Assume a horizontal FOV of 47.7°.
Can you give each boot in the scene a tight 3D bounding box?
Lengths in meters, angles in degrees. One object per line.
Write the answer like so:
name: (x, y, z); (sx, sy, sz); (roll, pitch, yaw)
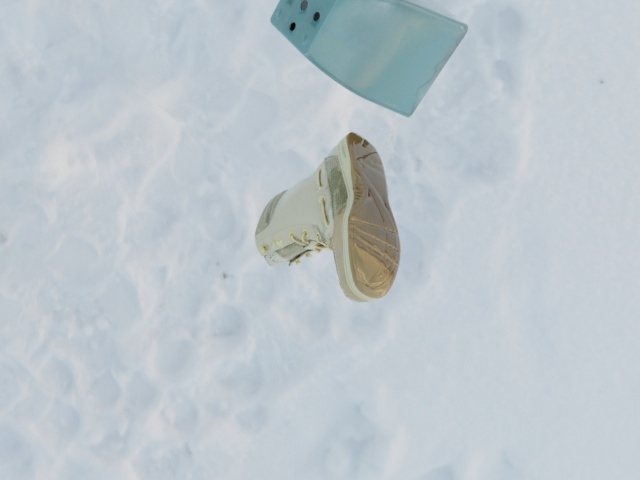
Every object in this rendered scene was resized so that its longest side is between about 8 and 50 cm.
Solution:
boot: (0.000, 0.000, 0.993); (0.095, 0.261, 0.203); (26, 135, -37)

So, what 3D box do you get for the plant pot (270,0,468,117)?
plant pot: (0.056, -0.312, 1.068); (0.234, 0.165, 0.165); (4, 127, -45)
